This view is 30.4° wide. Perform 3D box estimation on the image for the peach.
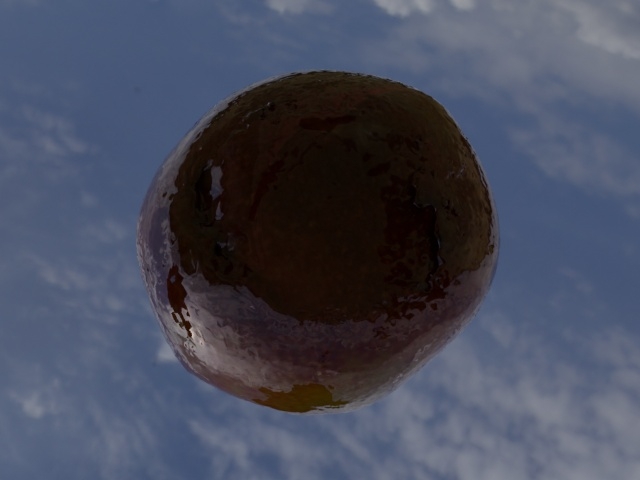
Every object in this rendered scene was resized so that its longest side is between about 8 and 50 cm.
[{"bbox_3d":[0.000,0.000,0.732,0.231,0.231,0.231,16,-152,-9],"label":"peach"}]
